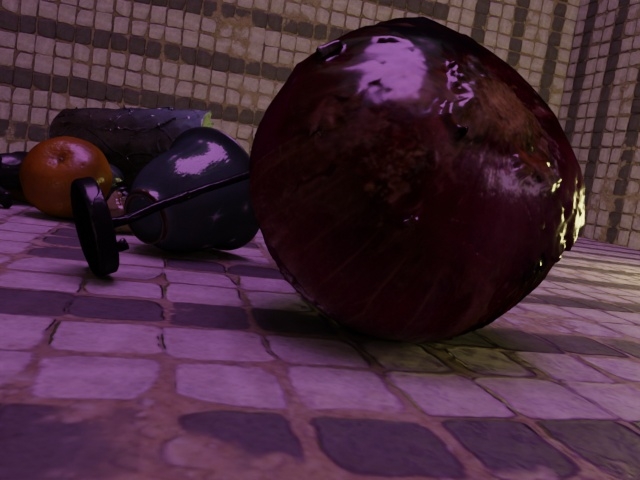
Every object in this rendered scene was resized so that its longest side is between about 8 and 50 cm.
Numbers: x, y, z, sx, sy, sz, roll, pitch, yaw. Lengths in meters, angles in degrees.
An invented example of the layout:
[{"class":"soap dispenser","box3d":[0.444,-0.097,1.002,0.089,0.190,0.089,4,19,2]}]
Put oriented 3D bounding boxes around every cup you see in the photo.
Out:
[{"class":"cup","box3d":[-0.203,-0.055,0.863,0.199,0.199,0.150,12,25,28]}]

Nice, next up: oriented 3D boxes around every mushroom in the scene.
[{"class":"mushroom","box3d":[-0.282,-0.061,1.071,0.096,0.099,0.278,5,8,18]}]

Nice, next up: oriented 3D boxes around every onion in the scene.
[{"class":"onion","box3d":[0.067,-0.041,0.647,0.347,0.348,0.385,5,-27,-27]}]

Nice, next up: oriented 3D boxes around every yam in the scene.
[{"class":"yam","box3d":[-0.405,-0.185,1.312,0.348,0.241,0.241,6,6,7]}]

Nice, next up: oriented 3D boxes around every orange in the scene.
[{"class":"orange","box3d":[-0.452,-0.108,1.053,0.154,0.155,0.134,8,-35,-9]}]

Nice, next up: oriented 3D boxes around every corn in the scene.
[{"class":"corn","box3d":[-0.603,-0.091,1.179,0.083,0.027,0.028,14,25,27]}]

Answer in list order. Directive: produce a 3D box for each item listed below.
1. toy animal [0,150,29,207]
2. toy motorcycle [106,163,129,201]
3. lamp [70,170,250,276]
[{"class":"toy animal","box3d":[-0.608,-0.117,1.088,0.146,0.115,0.245,22,7,27]},{"class":"toy motorcycle","box3d":[-0.474,-0.124,1.204,0.193,0.124,0.061,12,20,7]},{"class":"lamp","box3d":[-0.155,-0.086,0.747,0.108,0.130,0.371,40,50,13]}]
